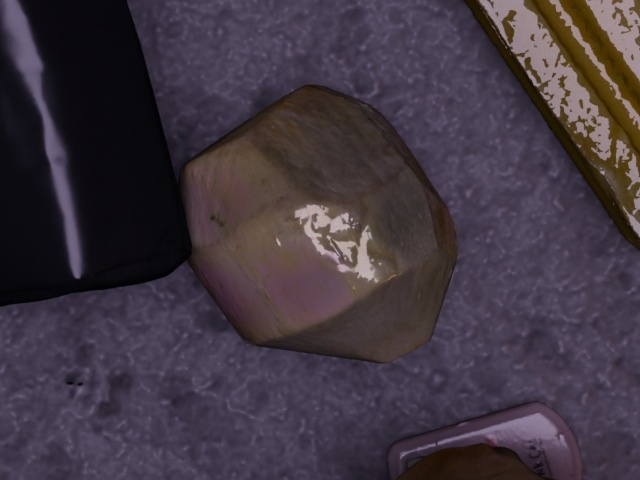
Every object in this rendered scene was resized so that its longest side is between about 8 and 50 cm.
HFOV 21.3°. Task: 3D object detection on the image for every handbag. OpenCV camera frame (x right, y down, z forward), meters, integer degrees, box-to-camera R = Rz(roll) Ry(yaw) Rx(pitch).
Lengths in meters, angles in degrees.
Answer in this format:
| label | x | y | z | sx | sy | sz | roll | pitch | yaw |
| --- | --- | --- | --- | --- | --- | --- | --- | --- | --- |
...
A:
| label | x | y | z | sx | sy | sz | roll | pitch | yaw |
| --- | --- | --- | --- | --- | --- | --- | --- | --- | --- |
| handbag | -0.257 | -0.091 | 1.293 | 0.178 | 0.275 | 0.302 | -19 | 95 | -46 |

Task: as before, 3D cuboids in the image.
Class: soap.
| label | x | y | z | sx | sy | sz | roll | pitch | yaw |
| --- | --- | --- | --- | --- | --- | --- | --- | --- | --- |
| soap | 0.259 | -0.163 | 1.410 | 0.199 | 0.091 | 0.315 | -36 | 92 | -2 |

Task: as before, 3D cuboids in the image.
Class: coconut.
| label | x | y | z | sx | sy | sz | roll | pitch | yaw |
| --- | --- | --- | --- | --- | --- | --- | --- | --- | --- |
| coconut | 0.000 | 0.000 | 1.338 | 0.197 | 0.237 | 0.237 | -32 | 93 | 4 |

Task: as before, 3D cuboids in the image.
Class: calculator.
| label | x | y | z | sx | sy | sz | roll | pitch | yaw |
| --- | --- | --- | --- | --- | --- | --- | --- | --- | --- |
| calculator | 0.135 | 0.200 | 1.441 | 0.175 | 0.032 | 0.100 | -17 | 93 | -2 |

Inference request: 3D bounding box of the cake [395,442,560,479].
| label | x | y | z | sx | sy | sz | roll | pitch | yaw |
| --- | --- | --- | --- | --- | --- | --- | --- | --- | --- |
| cake | 0.093 | 0.321 | 1.281 | 0.321 | 0.332 | 0.332 | 12 | 91 | -13 |
